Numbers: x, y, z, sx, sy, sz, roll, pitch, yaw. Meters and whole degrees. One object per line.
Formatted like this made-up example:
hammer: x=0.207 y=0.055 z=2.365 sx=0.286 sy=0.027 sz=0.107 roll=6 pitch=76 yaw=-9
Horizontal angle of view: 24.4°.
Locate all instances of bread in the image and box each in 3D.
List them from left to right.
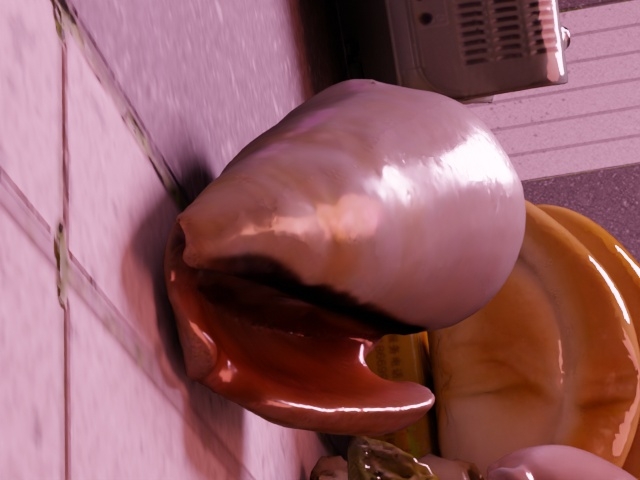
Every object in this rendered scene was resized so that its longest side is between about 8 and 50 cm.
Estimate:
bread: x=0.119 y=0.092 z=0.741 sx=0.311 sy=0.121 sz=0.173 roll=60 pitch=23 yaw=-70

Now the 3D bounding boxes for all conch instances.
conch: x=0.010 y=0.007 z=0.451 sx=0.104 sy=0.094 sz=0.176 roll=-57 pitch=179 yaw=16

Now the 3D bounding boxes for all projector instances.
projector: x=0.069 y=-0.179 z=0.900 sx=0.250 sy=0.108 sz=0.198 roll=-152 pitch=-127 yaw=-83

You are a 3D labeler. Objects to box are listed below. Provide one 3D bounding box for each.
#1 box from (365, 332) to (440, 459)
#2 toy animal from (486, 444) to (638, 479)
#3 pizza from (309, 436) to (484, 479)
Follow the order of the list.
box: x=0.049 y=0.101 z=0.814 sx=0.152 sy=0.043 sz=0.269 roll=56 pitch=26 yaw=-73
toy animal: x=0.098 y=0.127 z=0.523 sx=0.091 sy=0.114 sz=0.082 roll=-13 pitch=125 yaw=-62
pizza: x=0.038 y=0.233 z=0.451 sx=0.392 sy=0.080 sz=0.435 roll=-87 pitch=168 yaw=-57
